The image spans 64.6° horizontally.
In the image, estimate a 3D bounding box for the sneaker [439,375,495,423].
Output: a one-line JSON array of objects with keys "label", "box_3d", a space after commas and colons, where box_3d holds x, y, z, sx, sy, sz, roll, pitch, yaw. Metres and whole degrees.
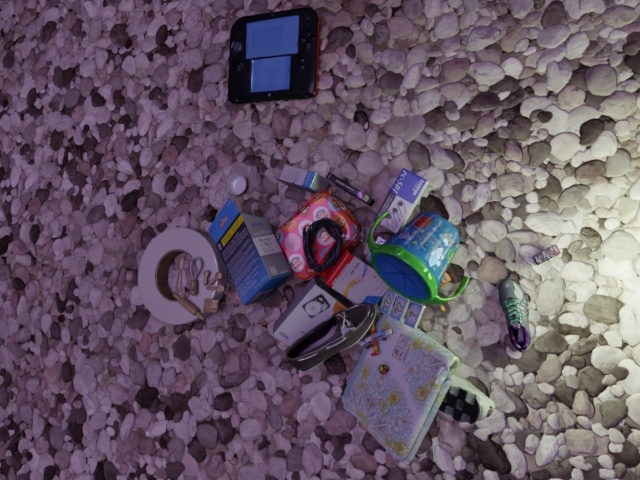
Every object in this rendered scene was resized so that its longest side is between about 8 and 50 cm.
[{"label": "sneaker", "box_3d": [0.390, 0.470, 1.591, 0.330, 0.146, 0.123, 24, 100, 47]}]

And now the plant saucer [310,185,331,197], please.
[{"label": "plant saucer", "box_3d": [0.000, -0.178, 1.861, 0.083, 0.013, 0.084, -2, 85, 21]}]

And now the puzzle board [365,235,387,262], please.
[{"label": "puzzle board", "box_3d": [0.228, 0.057, 1.747, 0.128, 0.011, 0.097, 33, 97, 22]}]

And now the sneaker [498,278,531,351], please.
[{"label": "sneaker", "box_3d": [0.596, 0.225, 1.535, 0.083, 0.098, 0.224, -15, 80, 20]}]

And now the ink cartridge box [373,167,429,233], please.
[{"label": "ink cartridge box", "box_3d": [0.275, -0.133, 1.729, 0.097, 0.046, 0.207, 32, 96, 21]}]

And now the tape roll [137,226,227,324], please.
[{"label": "tape roll", "box_3d": [-0.555, 0.139, 2.021, 0.391, 0.072, 0.393, -2, 85, 21]}]

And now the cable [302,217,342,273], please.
[{"label": "cable", "box_3d": [0.009, 0.020, 1.689, 0.150, 0.047, 0.185, -11, 74, 28]}]

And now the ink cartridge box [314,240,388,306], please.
[{"label": "ink cartridge box", "box_3d": [0.106, 0.120, 1.696, 0.231, 0.078, 0.134, 33, 98, -11]}]

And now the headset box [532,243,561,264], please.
[{"label": "headset box", "box_3d": [0.689, 0.042, 1.536, 0.083, 0.062, 0.032, -30, 75, 16]}]

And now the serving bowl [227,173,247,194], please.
[{"label": "serving bowl", "box_3d": [-0.322, -0.217, 1.986, 0.083, 0.027, 0.084, -2, 84, 21]}]

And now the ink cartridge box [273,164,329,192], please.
[{"label": "ink cartridge box", "box_3d": [-0.072, -0.222, 1.836, 0.181, 0.104, 0.062, 20, 87, 32]}]

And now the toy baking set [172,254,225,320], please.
[{"label": "toy baking set", "box_3d": [-0.471, 0.175, 1.931, 0.256, 0.030, 0.197, 31, 91, 14]}]

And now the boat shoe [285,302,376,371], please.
[{"label": "boat shoe", "box_3d": [0.032, 0.308, 1.642, 0.335, 0.095, 0.112, -39, 42, 9]}]

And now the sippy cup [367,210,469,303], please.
[{"label": "sippy cup", "box_3d": [0.314, 0.039, 1.591, 0.224, 0.306, 0.240, -46, 28, -21]}]

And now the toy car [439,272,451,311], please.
[{"label": "toy car", "box_3d": [0.404, 0.166, 1.649, 0.060, 0.040, 0.122, -19, 78, 19]}]

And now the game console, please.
[{"label": "game console", "box_3d": [-0.185, -0.714, 1.966, 0.386, 0.060, 0.343, 2, 85, 23]}]

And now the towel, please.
[{"label": "towel", "box_3d": [0.241, 0.452, 1.594, 0.320, 0.090, 0.375, 32, 101, 50]}]

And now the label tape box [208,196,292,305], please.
[{"label": "label tape box", "box_3d": [-0.262, 0.034, 1.839, 0.240, 0.105, 0.334, -43, 68, 46]}]

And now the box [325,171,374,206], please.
[{"label": "box", "box_3d": [0.105, -0.178, 1.764, 0.162, 0.116, 0.029, 33, 95, 21]}]

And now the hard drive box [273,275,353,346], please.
[{"label": "hard drive box", "box_3d": [-0.023, 0.271, 1.741, 0.181, 0.089, 0.232, 37, 101, -13]}]

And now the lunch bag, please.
[{"label": "lunch bag", "box_3d": [0.000, 0.000, 1.785, 0.293, 0.120, 0.258, -41, 72, 13]}]

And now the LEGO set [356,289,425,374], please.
[{"label": "LEGO set", "box_3d": [0.206, 0.285, 1.588, 0.182, 0.060, 0.245, 21, 88, 55]}]
